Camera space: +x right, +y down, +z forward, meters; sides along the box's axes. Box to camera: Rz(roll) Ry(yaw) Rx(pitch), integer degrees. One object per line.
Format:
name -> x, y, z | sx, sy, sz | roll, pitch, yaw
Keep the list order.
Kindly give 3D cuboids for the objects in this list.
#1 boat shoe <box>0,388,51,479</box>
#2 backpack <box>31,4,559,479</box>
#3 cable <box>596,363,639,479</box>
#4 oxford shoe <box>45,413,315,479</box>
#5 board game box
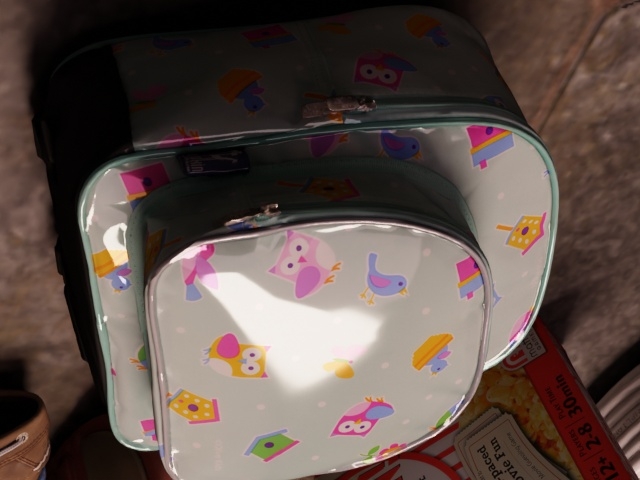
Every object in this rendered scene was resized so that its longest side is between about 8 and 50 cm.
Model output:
boat shoe -> -0.203, 0.091, 0.644 | 0.183, 0.066, 0.066 | -6, 131, -35
backpack -> 0.000, 0.000, 0.588 | 0.188, 0.144, 0.166 | -16, 133, -16
cable -> 0.262, 0.153, 0.867 | 0.257, 0.089, 0.257 | 5, 125, -3
oxford shoe -> -0.121, 0.229, 0.783 | 0.130, 0.123, 0.348 | 9, 130, -42
board game box -> 0.064, 0.148, 0.766 | 0.193, 0.147, 0.045 | -34, 135, 9
